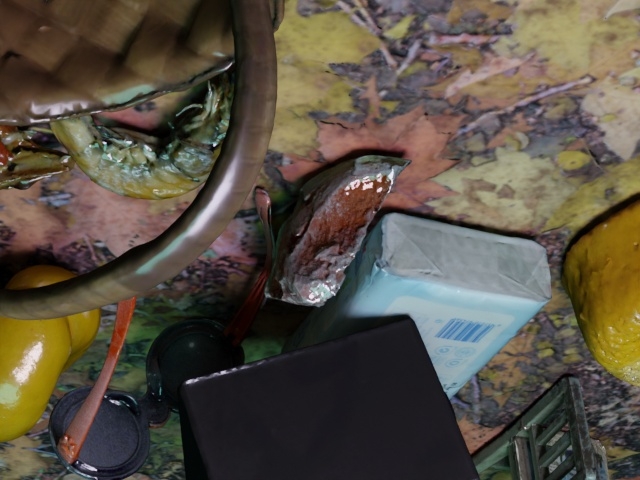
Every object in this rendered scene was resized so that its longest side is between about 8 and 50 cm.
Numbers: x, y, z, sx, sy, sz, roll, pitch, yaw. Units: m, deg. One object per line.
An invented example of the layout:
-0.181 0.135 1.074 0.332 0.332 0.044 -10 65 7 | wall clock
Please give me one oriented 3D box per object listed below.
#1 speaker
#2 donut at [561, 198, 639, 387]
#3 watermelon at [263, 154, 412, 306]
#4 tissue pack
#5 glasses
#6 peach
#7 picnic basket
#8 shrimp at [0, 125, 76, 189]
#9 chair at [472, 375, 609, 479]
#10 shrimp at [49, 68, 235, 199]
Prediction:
0.002 0.223 1.281 0.232 0.184 0.254 -14 149 -12 | speaker
0.372 0.053 1.303 0.277 0.109 0.278 -2 146 -1 | donut
0.000 0.000 1.188 0.071 0.139 0.187 31 121 -9 | watermelon
0.085 0.080 1.344 0.177 0.089 0.263 12 145 -18 | tissue pack
-0.124 0.101 1.254 0.234 0.118 0.268 -32 165 -36 | glasses
-0.276 0.100 1.276 0.103 0.179 0.179 31 139 -4 | peach
-0.157 -0.109 0.796 0.293 0.337 0.337 -20 142 24 | picnic basket
-0.332 -0.081 1.107 0.267 0.061 0.145 9 135 -11 | shrimp
0.287 0.284 1.610 0.147 0.136 0.270 12 141 -23 | chair
-0.135 -0.098 1.105 0.150 0.051 0.217 25 141 -24 | shrimp
